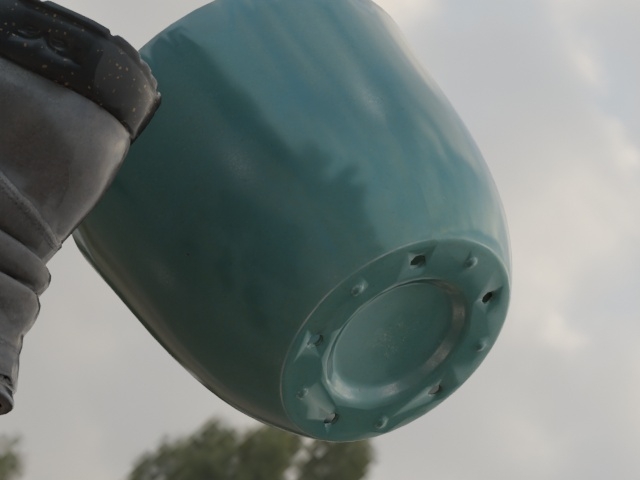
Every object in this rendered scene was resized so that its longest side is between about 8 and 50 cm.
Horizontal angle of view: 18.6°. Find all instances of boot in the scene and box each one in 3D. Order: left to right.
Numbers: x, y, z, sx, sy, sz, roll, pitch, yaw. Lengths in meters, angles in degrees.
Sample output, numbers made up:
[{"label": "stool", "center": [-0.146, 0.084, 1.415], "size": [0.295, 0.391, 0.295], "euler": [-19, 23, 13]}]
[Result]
[{"label": "boot", "center": [-0.274, -0.058, 1.036], "size": [0.338, 0.222, 0.118], "euler": [23, -20, 15]}]

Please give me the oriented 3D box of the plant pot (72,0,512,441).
[{"label": "plant pot", "center": [0.000, 0.000, 1.394], "size": [0.235, 0.293, 0.293], "euler": [51, -18, 40]}]
